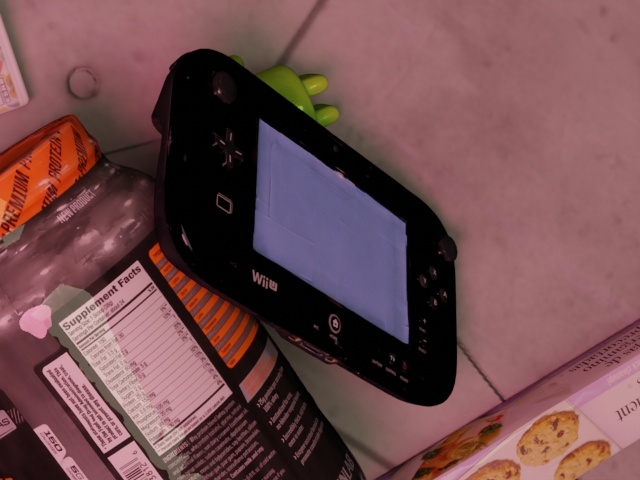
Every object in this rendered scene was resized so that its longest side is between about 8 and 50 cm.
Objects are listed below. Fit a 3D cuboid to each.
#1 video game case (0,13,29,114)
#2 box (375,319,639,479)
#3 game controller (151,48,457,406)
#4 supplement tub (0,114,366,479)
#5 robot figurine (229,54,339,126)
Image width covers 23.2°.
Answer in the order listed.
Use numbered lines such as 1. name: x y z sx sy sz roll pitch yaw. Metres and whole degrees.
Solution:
1. video game case: -0.324 -0.159 1.028 0.206 0.026 0.227 -22 119 -14
2. box: 0.172 0.156 1.220 0.324 0.063 0.067 -29 103 -13
3. game controller: 0.000 0.000 1.070 0.319 0.067 0.166 33 40 -44
4. supplement tub: -0.135 0.098 1.047 0.207 0.207 0.338 -36 103 -11
5. robot figurine: -0.047 -0.085 1.130 0.115 0.067 0.101 -25 106 -13
